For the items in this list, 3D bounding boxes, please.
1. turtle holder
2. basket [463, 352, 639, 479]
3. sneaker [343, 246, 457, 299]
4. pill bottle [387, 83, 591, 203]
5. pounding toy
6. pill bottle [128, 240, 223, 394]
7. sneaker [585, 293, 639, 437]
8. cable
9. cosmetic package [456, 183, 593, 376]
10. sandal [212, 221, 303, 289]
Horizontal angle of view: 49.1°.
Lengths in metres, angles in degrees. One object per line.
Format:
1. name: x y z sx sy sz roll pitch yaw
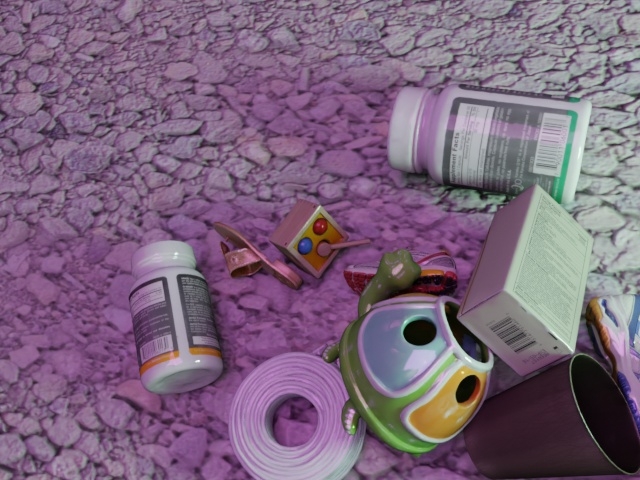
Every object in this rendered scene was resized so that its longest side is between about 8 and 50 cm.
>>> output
1. turtle holder: 0.167 0.191 1.202 0.227 0.243 0.320 -43 17 30
2. basket: 0.359 0.302 1.133 0.226 0.204 0.154 -29 13 40
3. sneaker: 0.157 0.064 1.383 0.225 0.088 0.093 -2 46 13
4. pill bottle: 0.327 -0.197 1.376 0.360 0.204 0.204 12 70 19
5. pounding toy: 0.000 0.000 1.420 0.130 0.141 0.100 -53 37 -11
6. pill bottle: -0.295 0.151 1.404 0.162 0.162 0.279 -19 63 5
7. sneaker: 0.556 0.225 1.187 0.130 0.112 0.297 -10 68 4
8. cable: -0.042 0.336 1.298 0.257 0.089 0.257 -27 63 1
9. cosmetic package: 0.358 0.060 1.198 0.160 0.113 0.309 42 42 -7
10. sandal: -0.154 0.049 1.454 0.240 0.088 0.079 31 71 19
